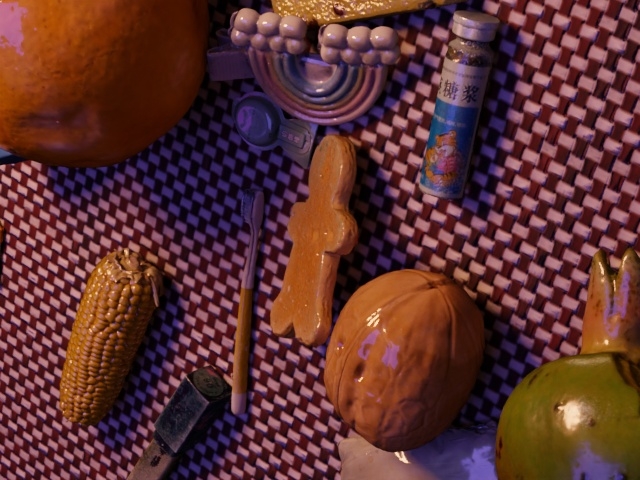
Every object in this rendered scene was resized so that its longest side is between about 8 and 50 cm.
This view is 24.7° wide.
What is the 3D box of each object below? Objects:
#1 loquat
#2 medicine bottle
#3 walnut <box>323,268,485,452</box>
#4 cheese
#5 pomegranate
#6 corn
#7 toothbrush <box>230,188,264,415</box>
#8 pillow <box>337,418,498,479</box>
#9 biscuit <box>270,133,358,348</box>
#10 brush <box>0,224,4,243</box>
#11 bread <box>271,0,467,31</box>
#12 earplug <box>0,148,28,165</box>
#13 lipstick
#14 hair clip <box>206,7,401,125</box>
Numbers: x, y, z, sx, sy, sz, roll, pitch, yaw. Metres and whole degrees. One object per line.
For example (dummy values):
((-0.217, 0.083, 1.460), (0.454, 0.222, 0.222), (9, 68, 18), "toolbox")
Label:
((-0.277, -0.239, 1.607), (0.328, 0.328, 0.328), (10, 108, 34), "loquat")
((0.142, -0.137, 1.492), (0.051, 0.051, 0.191), (22, 114, 30), "medicine bottle")
((0.086, 0.124, 1.536), (0.165, 0.165, 0.197), (38, 131, 23), "walnut")
((-0.056, -0.129, 1.655), (0.121, 0.026, 0.067), (27, 117, 28), "cheese")
((0.279, 0.160, 1.383), (0.236, 0.236, 0.301), (-14, 71, 38), "pomegranate")
((-0.271, 0.125, 1.843), (0.091, 0.091, 0.260), (-115, 40, -51), "corn")
((-0.091, 0.076, 1.740), (0.024, 0.021, 0.288), (23, 115, 42), "toothbrush")
((0.115, 0.273, 1.621), (0.229, 0.051, 0.128), (-14, 87, 37), "pillow")
((0.000, 0.000, 1.601), (0.153, 0.030, 0.234), (14, 94, 63), "biscuit")
((-0.454, -0.095, 1.966), (0.090, 0.017, 0.314), (21, 113, 31), "brush")
((0.046, -0.272, 1.527), (0.226, 0.049, 0.088), (-6, 98, 37), "bread")
((-0.378, -0.239, 1.805), (0.132, 0.132, 0.273), (-13, 91, 38), "earplug")
((-0.205, 0.280, 1.863), (0.051, 0.051, 0.312), (45, 126, 17), "lipstick")
((-0.018, -0.188, 1.573), (0.220, 0.054, 0.140), (11, 135, 16), "hair clip")
